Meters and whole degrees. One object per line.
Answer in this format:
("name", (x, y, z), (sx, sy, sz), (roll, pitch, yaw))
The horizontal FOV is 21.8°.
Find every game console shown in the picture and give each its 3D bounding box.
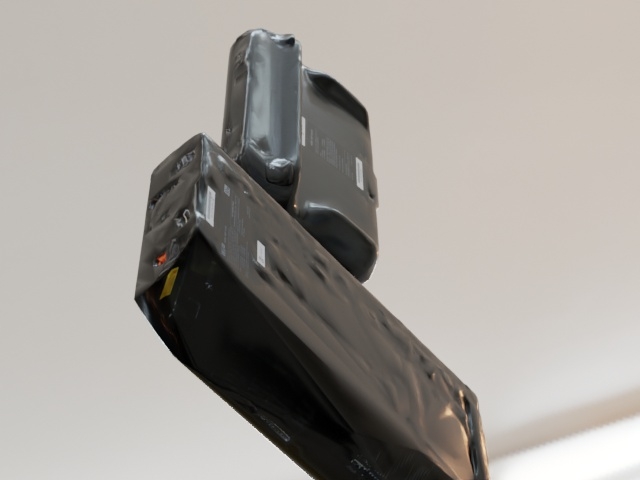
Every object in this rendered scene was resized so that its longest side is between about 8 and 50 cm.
("game console", (0.000, 0.000, 0.880), (0.044, 0.361, 0.213), (-36, -65, 20))
